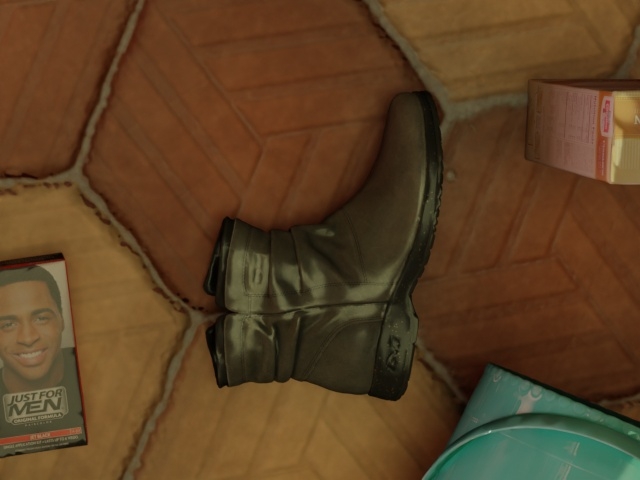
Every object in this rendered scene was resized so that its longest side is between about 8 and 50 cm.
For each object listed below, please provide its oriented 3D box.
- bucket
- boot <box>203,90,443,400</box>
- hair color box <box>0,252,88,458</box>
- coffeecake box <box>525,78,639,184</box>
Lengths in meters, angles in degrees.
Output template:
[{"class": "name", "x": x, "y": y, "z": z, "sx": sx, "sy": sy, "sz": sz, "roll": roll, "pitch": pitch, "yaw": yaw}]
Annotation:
[{"class": "bucket", "x": 0.201, "y": 0.217, "z": 1.316, "sx": 0.281, "sy": 0.281, "sz": 0.183, "roll": 21, "pitch": 89, "yaw": -14}, {"class": "boot", "x": 0.000, "y": 0.000, "z": 1.336, "sx": 0.161, "sy": 0.083, "sz": 0.246, "roll": 9, "pitch": 95, "yaw": -7}, {"class": "hair color box", "x": -0.216, "y": 0.085, "z": 1.317, "sx": 0.072, "sy": 0.043, "sz": 0.141, "roll": -8, "pitch": 99, "yaw": -10}, {"class": "coffeecake box", "x": 0.249, "y": -0.083, "z": 1.318, "sx": 0.142, "sy": 0.185, "sz": 0.068, "roll": 0, "pitch": 98, "yaw": -12}]
